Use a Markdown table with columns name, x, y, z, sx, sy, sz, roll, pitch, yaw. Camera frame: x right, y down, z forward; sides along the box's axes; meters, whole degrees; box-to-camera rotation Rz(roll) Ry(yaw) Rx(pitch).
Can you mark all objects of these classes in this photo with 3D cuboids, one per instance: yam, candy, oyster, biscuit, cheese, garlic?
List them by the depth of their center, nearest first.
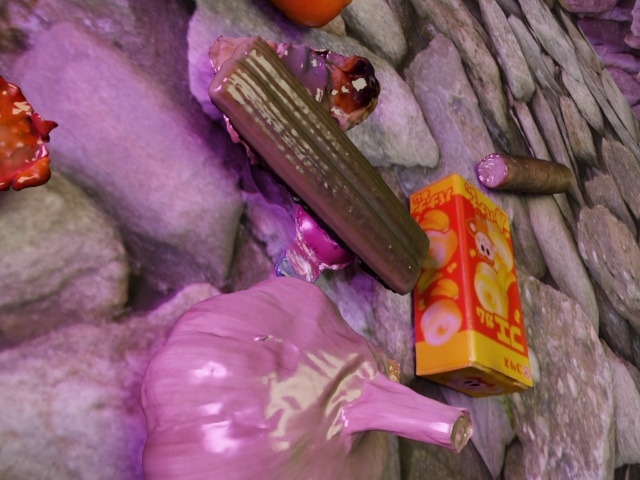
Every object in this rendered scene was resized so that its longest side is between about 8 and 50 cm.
| name | x | y | z | sx | sy | sz | roll | pitch | yaw |
| --- | --- | --- | --- | --- | --- | --- | --- | --- | --- |
| garlic | -0.001 | 0.122 | 0.371 | 0.219 | 0.212 | 0.218 | 25 | 56 | -44 |
| biscuit | 0.018 | -0.063 | 0.542 | 0.322 | 0.038 | 0.099 | 46 | 56 | -25 |
| cheese | 0.000 | 0.000 | 0.568 | 0.095 | 0.038 | 0.145 | 49 | 48 | -15 |
| oyster | -0.016 | -0.173 | 0.599 | 0.233 | 0.107 | 0.161 | -11 | 87 | -47 |
| candy | 0.200 | 0.060 | 0.713 | 0.146 | 0.088 | 0.276 | 27 | 52 | -37 |
| yam | 0.440 | -0.134 | 1.084 | 0.372 | 0.083 | 0.083 | -6 | 75 | -48 |

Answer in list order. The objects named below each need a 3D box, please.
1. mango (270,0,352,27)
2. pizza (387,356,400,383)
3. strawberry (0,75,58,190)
| name | x | y | z | sx | sy | sz | roll | pitch | yaw |
| --- | --- | --- | --- | --- | --- | --- | --- | --- | --- |
| mango | -0.034 | -0.386 | 0.633 | 0.252 | 0.154 | 0.126 | 57 | 20 | -31 |
| pizza | 0.056 | 0.161 | 0.553 | 0.083 | 0.025 | 0.078 | 3 | 64 | -39 |
| strawberry | -0.260 | -0.059 | 0.298 | 0.188 | 0.082 | 0.121 | 1 | 88 | -57 |
